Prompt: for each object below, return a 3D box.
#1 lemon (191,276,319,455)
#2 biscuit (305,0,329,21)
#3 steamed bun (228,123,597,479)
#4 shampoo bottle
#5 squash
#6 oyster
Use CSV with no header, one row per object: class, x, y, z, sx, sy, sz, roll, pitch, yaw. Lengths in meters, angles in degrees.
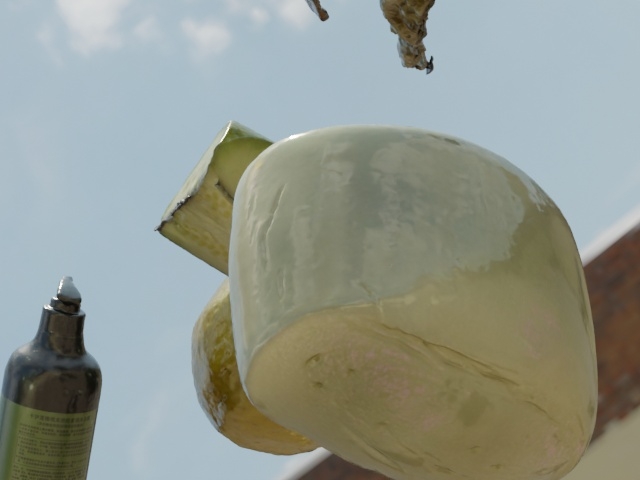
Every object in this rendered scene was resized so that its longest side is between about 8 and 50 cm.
lemon,-0.035,0.119,1.945,0.204,0.204,0.260,-28,-23,-29
biscuit,-0.079,-0.298,1.619,0.013,0.237,0.232,-39,-8,3
steamed bun,0.068,0.042,1.160,0.250,0.200,0.155,20,-47,-23
shampoo bottle,-0.277,0.180,1.898,0.101,0.101,0.283,-9,-67,-59
squash,0.000,0.000,1.635,0.093,0.252,0.169,-62,9,-25
oyster,0.099,-0.274,1.899,0.345,0.079,0.128,88,-165,-74
